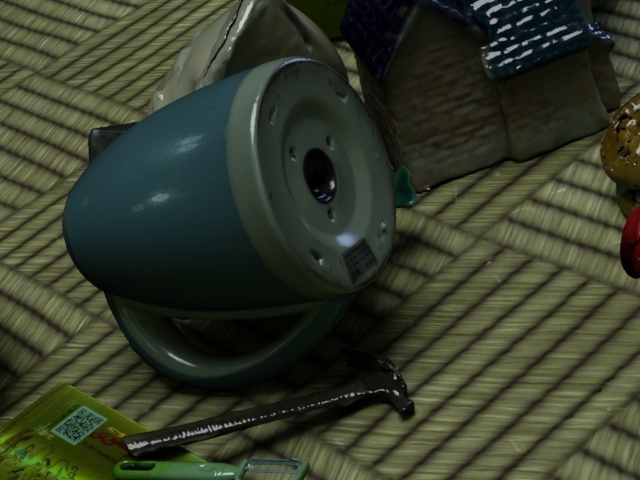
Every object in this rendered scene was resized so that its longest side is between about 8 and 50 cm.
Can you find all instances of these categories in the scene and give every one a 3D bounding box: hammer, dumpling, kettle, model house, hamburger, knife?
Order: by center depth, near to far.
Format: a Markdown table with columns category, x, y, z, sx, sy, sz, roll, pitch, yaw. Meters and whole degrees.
| category | x | y | z | sx | sy | sz | roll | pitch | yaw |
| --- | --- | --- | --- | --- | --- | --- | --- | --- | --- |
| knife | -0.115 | 0.233 | 1.623 | 0.212 | 0.015 | 0.054 | -1 | 37 | 24 |
| hammer | -0.057 | 0.177 | 1.698 | 0.297 | 0.027 | 0.125 | -15 | 31 | -12 |
| kettle | -0.116 | 0.003 | 1.761 | 0.342 | 0.320 | 0.247 | -15 | 3 | 33 |
| hamburger | 0.392 | -0.094 | 1.821 | 0.177 | 0.113 | 0.185 | 6 | 40 | 32 |
| dumpling | -0.101 | -0.138 | 1.999 | 0.233 | 0.395 | 0.315 | 31 | 73 | 7 |
| model house | 0.187 | -0.254 | 2.025 | 0.298 | 0.284 | 0.243 | -22 | 37 | -3 |

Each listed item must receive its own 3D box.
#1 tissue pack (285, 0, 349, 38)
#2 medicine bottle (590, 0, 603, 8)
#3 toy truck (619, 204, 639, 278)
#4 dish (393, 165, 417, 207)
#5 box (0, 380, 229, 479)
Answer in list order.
| category | x | y | z | sx | sy | sz | roll | pitch | yaw |
| --- | --- | --- | --- | --- | --- | --- | --- | --- | --- |
| tissue pack | 0.070 | -0.416 | 2.386 | 0.274 | 0.200 | 0.167 | -7 | 33 | 19 |
| medicine bottle | 0.295 | -0.413 | 2.134 | 0.158 | 0.318 | 0.158 | -4 | 76 | 15 |
| toy truck | 0.421 | 0.002 | 1.543 | 0.189 | 0.265 | 0.239 | 10 | 54 | 36 |
| dish | 0.000 | 0.000 | 1.924 | 0.246 | 0.078 | 0.224 | -18 | 33 | 5 |
| box | -0.237 | 0.254 | 1.710 | 0.173 | 0.043 | 0.311 | -39 | 38 | -28 |
